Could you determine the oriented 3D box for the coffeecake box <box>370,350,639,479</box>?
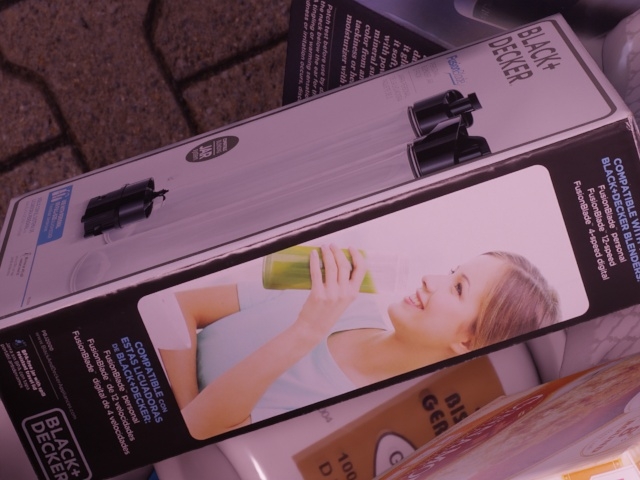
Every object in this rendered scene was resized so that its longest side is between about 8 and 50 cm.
[{"bbox_3d":[0.092,0.088,0.593,0.142,0.068,0.185,-26,0,-40],"label":"coffeecake box"}]

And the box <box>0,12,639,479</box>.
[{"bbox_3d":[0.000,0.000,0.807,0.290,0.087,0.169,-18,22,5],"label":"box"}]

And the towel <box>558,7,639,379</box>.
[{"bbox_3d":[0.233,-0.089,0.815,0.317,0.053,0.332,-43,20,40],"label":"towel"}]

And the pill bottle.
[{"bbox_3d":[0.039,0.079,0.896,0.229,0.131,0.131,-28,0,-26],"label":"pill bottle"}]

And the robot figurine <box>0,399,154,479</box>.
[{"bbox_3d":[-0.229,0.144,1.105,0.200,0.300,0.353,15,-58,-42],"label":"robot figurine"}]

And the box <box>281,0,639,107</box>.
[{"bbox_3d":[0.179,-0.104,1.238,0.296,0.294,0.182,-28,-42,-38],"label":"box"}]

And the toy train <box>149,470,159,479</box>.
[{"bbox_3d":[-0.140,0.197,1.268,0.143,0.105,0.248,-44,10,-37],"label":"toy train"}]
